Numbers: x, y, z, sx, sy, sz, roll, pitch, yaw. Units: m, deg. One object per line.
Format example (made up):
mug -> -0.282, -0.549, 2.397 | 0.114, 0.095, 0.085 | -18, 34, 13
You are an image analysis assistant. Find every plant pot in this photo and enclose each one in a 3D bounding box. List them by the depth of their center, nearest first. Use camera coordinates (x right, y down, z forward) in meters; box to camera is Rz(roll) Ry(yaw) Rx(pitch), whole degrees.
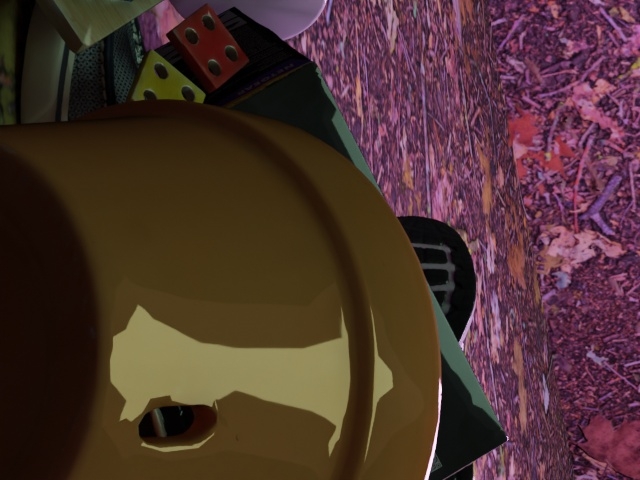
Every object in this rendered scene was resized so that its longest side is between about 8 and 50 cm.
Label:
plant pot -> -0.117, 0.065, 0.867 | 0.203, 0.291, 0.290 | 13, 72, -58

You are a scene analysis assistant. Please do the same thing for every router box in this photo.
router box -> 0.000, 0.000, 1.318 | 0.308, 0.081, 0.243 | 62, -6, -20

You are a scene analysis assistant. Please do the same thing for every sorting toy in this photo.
sorting toy -> -0.130, -0.190, 1.110 | 0.274, 0.046, 0.132 | 56, 38, -7

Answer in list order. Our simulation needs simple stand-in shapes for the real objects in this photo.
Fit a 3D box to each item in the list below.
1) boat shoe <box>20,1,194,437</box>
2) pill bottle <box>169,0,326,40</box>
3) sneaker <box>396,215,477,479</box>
boat shoe -> -0.090, -0.008, 1.161 | 0.127, 0.158, 0.340 | 13, 73, -75
pill bottle -> -0.042, -0.287, 1.448 | 0.153, 0.153, 0.264 | 69, 22, -46
sneaker -> 0.070, 0.120, 1.555 | 0.121, 0.111, 0.299 | 101, -5, -64
